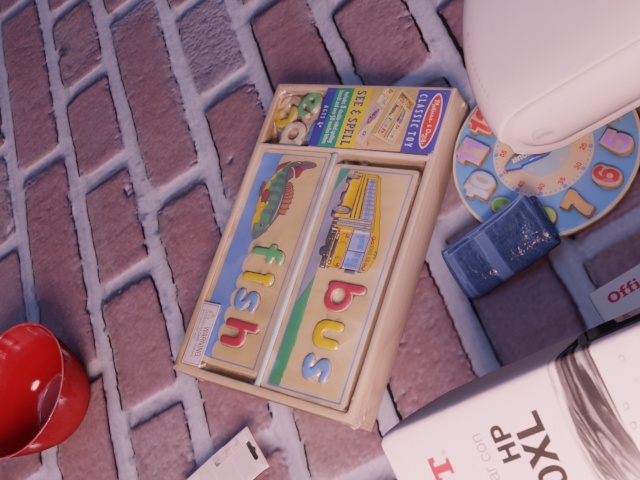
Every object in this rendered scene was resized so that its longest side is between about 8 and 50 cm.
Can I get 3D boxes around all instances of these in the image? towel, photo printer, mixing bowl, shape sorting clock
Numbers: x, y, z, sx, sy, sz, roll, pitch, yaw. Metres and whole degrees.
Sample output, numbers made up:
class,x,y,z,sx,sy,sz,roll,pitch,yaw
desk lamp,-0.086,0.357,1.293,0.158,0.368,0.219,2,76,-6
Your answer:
class,x,y,z,sx,sy,sz,roll,pitch,yaw
towel,0.190,0.008,0.886,0.119,0.029,0.067,-38,71,27
photo printer,0.278,-0.245,0.841,0.307,0.107,0.256,-30,49,37
mixing bowl,-0.379,0.211,1.130,0.181,0.098,0.181,-14,61,26
shape sorting clock,0.243,-0.098,0.915,0.206,0.040,0.206,-14,62,27

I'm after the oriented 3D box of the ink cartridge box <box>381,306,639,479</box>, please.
class,x,y,z,sx,sy,sz,roll,pitch,yaw
ink cartridge box,0.285,0.184,0.598,0.395,0.166,0.286,-30,79,26

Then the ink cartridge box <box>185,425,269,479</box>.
class,x,y,z,sx,sy,sz,roll,pitch,yaw
ink cartridge box,-0.106,0.276,0.970,0.115,0.029,0.063,-43,52,7

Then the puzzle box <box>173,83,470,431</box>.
class,x,y,z,sx,sy,sz,roll,pitch,yaw
puzzle box,0.000,0.000,1.017,0.272,0.052,0.409,9,73,34

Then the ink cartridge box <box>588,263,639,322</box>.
class,x,y,z,sx,sy,sz,roll,pitch,yaw
ink cartridge box,0.341,0.093,0.742,0.127,0.072,0.175,-35,55,15
